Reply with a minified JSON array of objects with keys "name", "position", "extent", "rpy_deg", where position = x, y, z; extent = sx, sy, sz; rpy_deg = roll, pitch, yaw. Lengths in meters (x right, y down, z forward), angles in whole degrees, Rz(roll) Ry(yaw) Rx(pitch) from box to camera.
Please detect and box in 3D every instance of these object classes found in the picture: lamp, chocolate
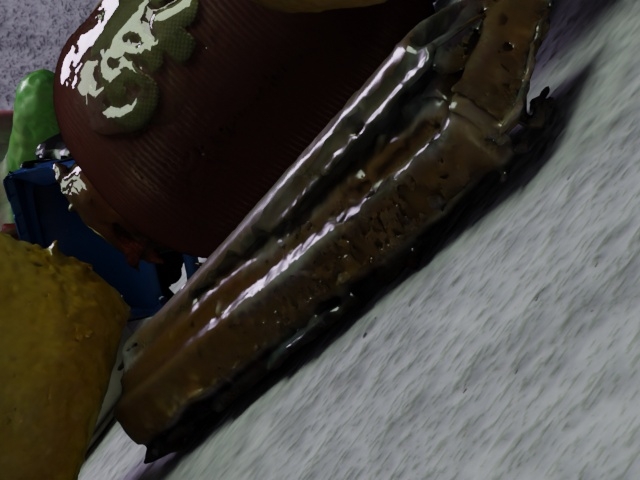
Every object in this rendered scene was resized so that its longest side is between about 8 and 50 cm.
[{"name":"lamp","position":[-0.034,-0.094,1.076],"extent":[0.258,0.180,0.180],"rpy_deg":[-45,11,19]},{"name":"chocolate","position":[-0.006,-0.001,0.877],"extent":[0.329,0.065,0.102],"rpy_deg":[-44,13,48]}]

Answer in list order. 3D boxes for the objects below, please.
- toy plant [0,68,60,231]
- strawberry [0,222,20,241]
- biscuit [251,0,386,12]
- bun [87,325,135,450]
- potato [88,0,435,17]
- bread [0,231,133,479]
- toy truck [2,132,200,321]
[{"name":"toy plant","position":[-0.254,-0.046,1.836],"extent":[0.356,0.210,0.317],"rpy_deg":[-27,21,39]},{"name":"strawberry","position":[-0.242,0.106,1.510],"extent":[0.233,0.138,0.306],"rpy_deg":[-34,-20,-10]},{"name":"biscuit","position":[0.101,-0.235,0.928],"extent":[0.287,0.057,0.344],"rpy_deg":[-7,38,40]},{"name":"bun","position":[-0.183,0.095,1.273],"extent":[0.138,0.094,0.138],"rpy_deg":[-50,6,7]},{"name":"potato","position":[-0.058,-0.172,1.218],"extent":[0.261,0.100,0.120],"rpy_deg":[-21,-26,-14]},{"name":"bread","position":[-0.201,0.124,0.991],"extent":[0.261,0.160,0.147],"rpy_deg":[-60,19,27]},{"name":"toy truck","position":[-0.109,-0.021,1.258],"extent":[0.126,0.113,0.208],"rpy_deg":[-2,20,26]}]
